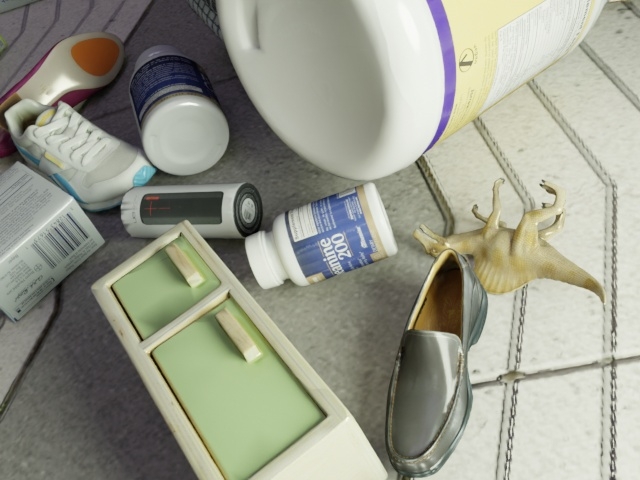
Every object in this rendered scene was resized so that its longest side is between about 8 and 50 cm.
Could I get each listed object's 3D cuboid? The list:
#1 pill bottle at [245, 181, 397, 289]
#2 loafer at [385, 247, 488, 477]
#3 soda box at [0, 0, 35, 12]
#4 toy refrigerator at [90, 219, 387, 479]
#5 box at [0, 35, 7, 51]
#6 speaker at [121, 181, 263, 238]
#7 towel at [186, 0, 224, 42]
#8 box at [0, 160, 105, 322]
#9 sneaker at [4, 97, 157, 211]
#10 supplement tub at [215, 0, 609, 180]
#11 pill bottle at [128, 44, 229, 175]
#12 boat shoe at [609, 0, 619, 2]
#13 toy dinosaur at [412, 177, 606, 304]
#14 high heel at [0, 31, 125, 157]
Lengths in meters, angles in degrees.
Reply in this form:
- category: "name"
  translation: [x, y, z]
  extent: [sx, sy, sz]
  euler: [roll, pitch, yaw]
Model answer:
- category: "pill bottle"
  translation: [0.000, 0.000, 0.672]
  extent: [0.120, 0.067, 0.067]
  euler: [-20, 43, 8]
- category: "loafer"
  translation: [0.077, 0.082, 0.557]
  extent: [0.062, 0.061, 0.170]
  euler: [-1, 49, 24]
- category: "soda box"
  translation: [-0.557, -0.474, 1.398]
  extent: [0.286, 0.091, 0.098]
  euler: [-13, 45, 15]
- category: "toy refrigerator"
  translation: [-0.075, 0.097, 0.594]
  extent: [0.102, 0.094, 0.269]
  euler: [-36, 42, -9]
- category: "box"
  translation: [-0.615, -0.296, 1.287]
  extent: [0.178, 0.042, 0.109]
  euler: [1, 49, 26]
- category: "speaker"
  translation: [-0.128, -0.029, 0.775]
  extent: [0.136, 0.055, 0.055]
  euler: [1, 49, 27]
- category: "towel"
  translation: [-0.015, -0.335, 0.901]
  extent: [0.284, 0.121, 0.235]
  euler: [-34, 44, -7]
- category: "box"
  translation: [-0.322, -0.002, 0.831]
  extent: [0.137, 0.072, 0.126]
  euler: [27, 65, 41]
- category: "sneaker"
  translation: [-0.280, -0.101, 0.893]
  extent: [0.229, 0.092, 0.087]
  euler: [18, 56, 36]
- category: "supplement tub"
  translation: [0.101, -0.228, 0.695]
  extent: [0.331, 0.241, 0.241]
  euler: [-36, 41, -28]
- category: "pill bottle"
  translation: [-0.165, -0.155, 0.886]
  extent: [0.094, 0.094, 0.169]
  euler: [-27, 42, 0]
- category: "boat shoe"
  translation: [0.361, -0.318, 0.783]
  extent: [0.277, 0.096, 0.098]
  euler: [-12, 45, 16]
- category: "toy dinosaur"
  translation: [0.162, 0.004, 0.614]
  extent: [0.183, 0.053, 0.092]
  euler: [17, 73, 46]
- category: "high heel"
  translation: [-0.364, -0.195, 1.059]
  extent: [0.117, 0.082, 0.244]
  euler: [-23, 28, 48]
